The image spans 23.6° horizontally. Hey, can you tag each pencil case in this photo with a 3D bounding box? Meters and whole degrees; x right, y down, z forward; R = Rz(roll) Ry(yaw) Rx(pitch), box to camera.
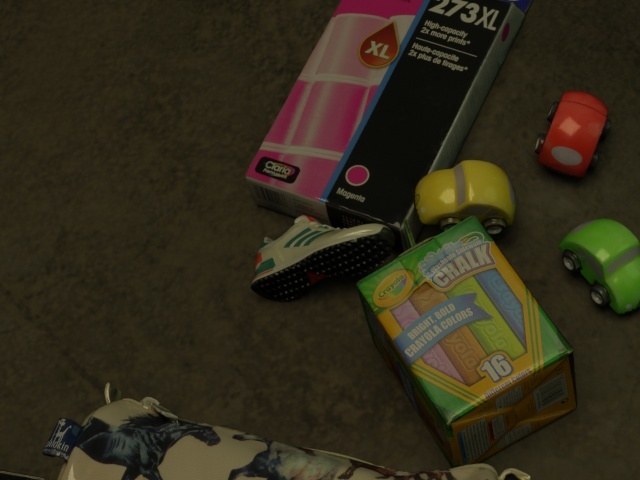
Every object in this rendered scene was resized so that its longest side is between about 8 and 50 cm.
[{"bbox_3d":[-0.033,0.242,1.317,0.410,0.160,0.183,8,83,16],"label":"pencil case"}]

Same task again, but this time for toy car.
[{"bbox_3d":[0.237,-0.030,1.453,0.239,0.053,0.225,-31,67,-22],"label":"toy car"}]

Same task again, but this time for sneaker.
[{"bbox_3d":[0.000,0.000,1.478,0.161,0.057,0.075,-23,49,32],"label":"sneaker"}]

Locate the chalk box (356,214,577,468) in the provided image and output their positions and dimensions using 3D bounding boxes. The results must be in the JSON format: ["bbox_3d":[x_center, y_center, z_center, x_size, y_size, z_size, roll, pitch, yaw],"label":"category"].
[{"bbox_3d":[0.120,0.078,1.393,0.132,0.132,0.213,-30,59,-6],"label":"chalk box"}]

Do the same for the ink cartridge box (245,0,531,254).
[{"bbox_3d":[0.083,-0.173,1.579,0.176,0.069,0.371,19,65,20],"label":"ink cartridge box"}]

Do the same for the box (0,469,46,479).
[{"bbox_3d":[-0.419,0.323,1.401,0.322,0.079,0.257,6,65,15],"label":"box"}]
